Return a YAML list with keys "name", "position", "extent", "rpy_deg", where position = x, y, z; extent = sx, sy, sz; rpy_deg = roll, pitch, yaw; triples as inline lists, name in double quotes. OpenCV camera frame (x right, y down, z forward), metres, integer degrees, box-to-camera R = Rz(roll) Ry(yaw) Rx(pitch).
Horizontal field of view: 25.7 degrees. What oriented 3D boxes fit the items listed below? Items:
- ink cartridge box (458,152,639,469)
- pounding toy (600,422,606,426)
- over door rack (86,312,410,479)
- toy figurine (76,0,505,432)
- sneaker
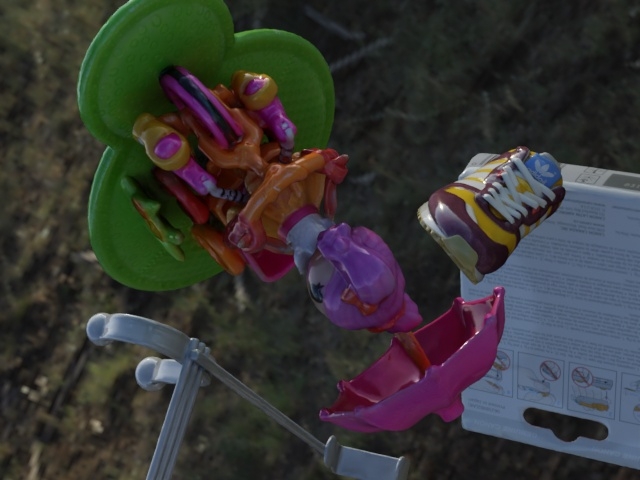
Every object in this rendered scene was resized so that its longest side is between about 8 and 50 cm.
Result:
- name: "ink cartridge box"
  position: [0.203, 0.056, 1.111]
  extent: [0.189, 0.232, 0.066]
  rpy_deg: [10, 31, 27]
- name: "pounding toy"
  position: [0.279, 0.126, 1.444]
  extent: [0.181, 0.206, 0.094]
  rpy_deg: [29, 86, 41]
- name: "over door rack"
  position: [-0.078, 0.204, 0.856]
  extent: [0.108, 0.324, 0.240]
  rpy_deg: [6, 72, 31]
- name: "toy figurine"
  position: [0.000, 0.000, 0.537]
  extent: [0.130, 0.173, 0.159]
  rpy_deg: [-43, 58, -11]
- name: "sneaker"
  position: [0.124, -0.028, 0.970]
  extent: [0.084, 0.069, 0.185]
  rpy_deg: [-40, 2, 17]
